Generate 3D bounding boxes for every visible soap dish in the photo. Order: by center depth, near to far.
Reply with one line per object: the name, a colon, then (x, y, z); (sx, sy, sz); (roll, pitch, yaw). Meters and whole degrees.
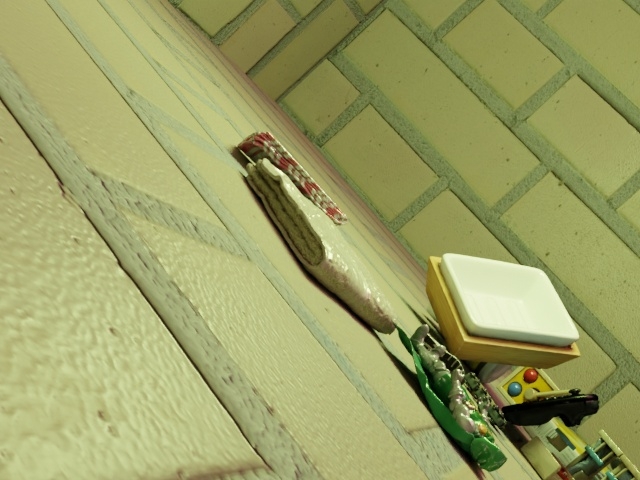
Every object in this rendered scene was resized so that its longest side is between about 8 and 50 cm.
soap dish: (0.365, 0.151, 1.848); (0.290, 0.118, 0.229); (10, 40, -26)

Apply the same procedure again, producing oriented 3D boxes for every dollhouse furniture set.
dollhouse furniture set: (0.465, 0.399, 1.553); (0.183, 0.129, 0.129); (44, 8, -40)

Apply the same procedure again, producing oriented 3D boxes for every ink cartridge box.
ink cartridge box: (0.598, 0.520, 1.922); (0.307, 0.072, 0.303); (35, 11, -33)

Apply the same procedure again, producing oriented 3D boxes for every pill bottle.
pill bottle: (0.334, 0.199, 1.974); (0.208, 0.119, 0.119); (50, 7, 27)

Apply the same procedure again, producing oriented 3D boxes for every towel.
towel: (0.000, 0.000, 1.227); (0.187, 0.049, 0.282); (42, 9, -40)
towel: (-0.049, -0.090, 1.423); (0.197, 0.029, 0.144); (47, -12, -11)

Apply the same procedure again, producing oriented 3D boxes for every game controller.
game controller: (0.424, 0.313, 1.676); (0.319, 0.166, 0.067); (45, 46, -72)

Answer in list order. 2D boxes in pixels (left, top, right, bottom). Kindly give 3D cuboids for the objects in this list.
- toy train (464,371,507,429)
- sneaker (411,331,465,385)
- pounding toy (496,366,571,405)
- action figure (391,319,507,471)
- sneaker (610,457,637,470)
toy train: (0.286, 0.277, 1.564); (0.036, 0.027, 0.158); (49, 5, -26)
sneaker: (0.186, 0.183, 1.407); (0.109, 0.040, 0.044); (49, 4, 10)
pounding toy: (0.513, 0.360, 2.134); (0.141, 0.130, 0.100); (52, 8, 36)
action figure: (0.167, 0.198, 1.105); (0.137, 0.063, 0.232); (47, 9, -35)
sneaker: (0.666, 0.512, 1.940); (0.057, 0.047, 0.119); (29, 17, -45)
